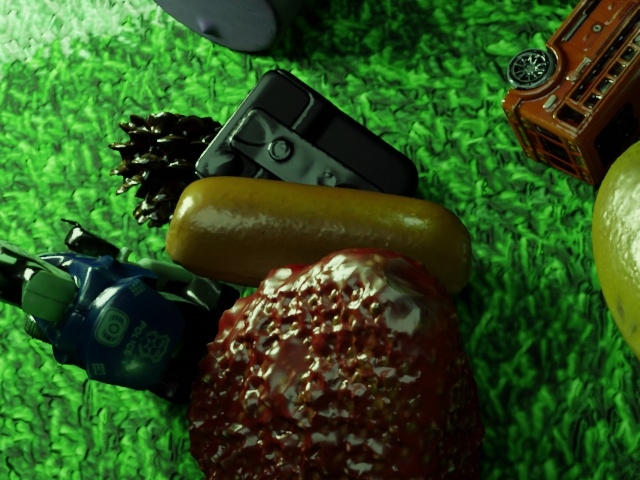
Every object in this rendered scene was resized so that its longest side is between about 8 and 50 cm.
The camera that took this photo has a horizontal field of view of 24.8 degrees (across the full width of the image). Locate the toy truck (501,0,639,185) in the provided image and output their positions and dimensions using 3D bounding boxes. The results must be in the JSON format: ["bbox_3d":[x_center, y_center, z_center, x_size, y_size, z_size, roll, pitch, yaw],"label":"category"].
[{"bbox_3d":[0.281,-0.179,1.338,0.114,0.107,0.252,34,80,36],"label":"toy truck"}]

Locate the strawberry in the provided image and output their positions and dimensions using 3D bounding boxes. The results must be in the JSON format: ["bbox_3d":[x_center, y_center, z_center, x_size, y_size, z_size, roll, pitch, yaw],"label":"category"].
[{"bbox_3d":[0.010,0.136,1.186,0.261,0.257,0.261,-7,63,14],"label":"strawberry"}]

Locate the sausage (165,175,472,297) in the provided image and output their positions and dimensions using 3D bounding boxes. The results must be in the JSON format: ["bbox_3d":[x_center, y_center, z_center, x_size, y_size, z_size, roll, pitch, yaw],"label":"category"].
[{"bbox_3d":[0.000,0.000,1.300,0.274,0.105,0.105,7,60,1],"label":"sausage"}]

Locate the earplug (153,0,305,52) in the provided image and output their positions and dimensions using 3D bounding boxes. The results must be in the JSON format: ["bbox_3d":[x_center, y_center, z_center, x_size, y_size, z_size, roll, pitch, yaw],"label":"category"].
[{"bbox_3d":[-0.016,-0.438,1.588,0.215,0.215,0.456,21,68,34],"label":"earplug"}]

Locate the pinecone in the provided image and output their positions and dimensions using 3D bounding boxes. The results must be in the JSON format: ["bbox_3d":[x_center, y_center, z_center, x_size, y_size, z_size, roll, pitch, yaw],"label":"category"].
[{"bbox_3d":[-0.145,-0.069,1.458,0.140,0.140,0.120,-1,88,25],"label":"pinecone"}]

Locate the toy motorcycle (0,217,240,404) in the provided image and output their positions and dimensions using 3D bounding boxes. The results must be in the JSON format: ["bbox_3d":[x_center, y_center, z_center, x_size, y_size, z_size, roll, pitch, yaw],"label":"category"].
[{"bbox_3d":[-0.177,0.065,1.266,0.196,0.331,0.125,26,89,22],"label":"toy motorcycle"}]

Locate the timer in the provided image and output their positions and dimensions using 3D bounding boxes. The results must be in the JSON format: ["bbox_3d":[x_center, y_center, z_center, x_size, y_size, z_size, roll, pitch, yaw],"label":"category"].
[{"bbox_3d":[-0.011,-0.062,1.386,0.187,0.055,0.144,35,77,3],"label":"timer"}]

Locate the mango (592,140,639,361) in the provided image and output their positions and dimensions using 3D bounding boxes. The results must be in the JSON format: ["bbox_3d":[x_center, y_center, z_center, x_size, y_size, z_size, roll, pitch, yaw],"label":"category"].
[{"bbox_3d":[0.357,0.029,1.120,0.253,0.182,0.365,-42,53,-3],"label":"mango"}]
